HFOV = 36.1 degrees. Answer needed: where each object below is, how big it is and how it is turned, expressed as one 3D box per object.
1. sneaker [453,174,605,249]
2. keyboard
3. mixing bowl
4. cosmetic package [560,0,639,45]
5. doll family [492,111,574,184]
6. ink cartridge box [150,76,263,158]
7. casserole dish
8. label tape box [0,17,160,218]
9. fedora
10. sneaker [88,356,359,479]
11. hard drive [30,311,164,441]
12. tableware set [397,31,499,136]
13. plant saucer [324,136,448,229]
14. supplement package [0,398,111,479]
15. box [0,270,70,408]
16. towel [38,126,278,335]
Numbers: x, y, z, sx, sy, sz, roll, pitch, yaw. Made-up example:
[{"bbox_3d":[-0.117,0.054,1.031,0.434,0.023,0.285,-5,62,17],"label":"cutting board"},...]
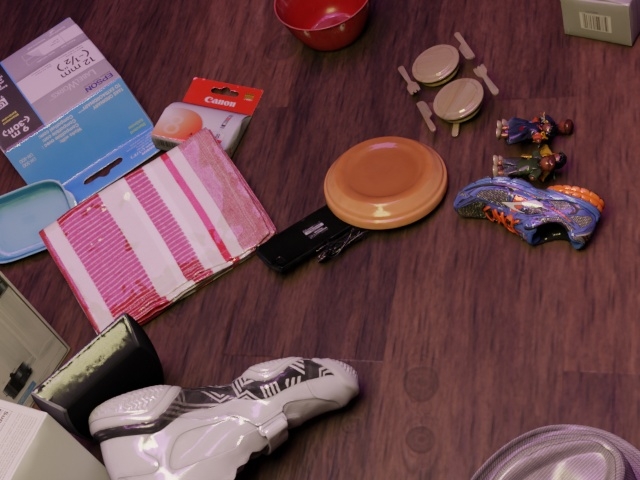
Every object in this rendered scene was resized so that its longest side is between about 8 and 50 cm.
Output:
[{"bbox_3d":[0.299,-0.039,1.444,0.221,0.083,0.087,6,67,26],"label":"sneaker"},{"bbox_3d":[0.000,0.000,1.538,0.192,0.038,0.100,-32,45,-18],"label":"keyboard"},{"bbox_3d":[0.016,-0.412,1.789,0.181,0.098,0.181,-9,52,12],"label":"mixing bowl"},{"bbox_3d":[0.512,-0.452,1.664,0.127,0.107,0.238,17,64,30],"label":"cosmetic package"},{"bbox_3d":[0.331,-0.147,1.515,0.111,0.076,0.193,-5,51,20],"label":"doll family"},{"bbox_3d":[-0.198,-0.226,1.743,0.145,0.045,0.179,13,60,15],"label":"ink cartridge box"},{"bbox_3d":[-0.501,-0.031,1.685,0.188,0.037,0.114,-21,86,3],"label":"casserole dish"},{"bbox_3d":[-0.472,-0.231,1.800,0.249,0.115,0.348,-35,51,-9],"label":"label tape box"},{"bbox_3d":[0.284,0.316,1.157,0.275,0.124,0.244,-34,53,-8],"label":"fedora"},{"bbox_3d":[-0.110,0.286,1.300,0.365,0.137,0.210,-10,69,-11],"label":"sneaker"},{"bbox_3d":[-0.294,0.199,1.351,0.172,0.255,0.054,-42,75,-15],"label":"hard drive"},{"bbox_3d":[0.218,-0.261,1.656,0.128,0.039,0.194,-30,45,9],"label":"tableware set"},{"bbox_3d":[0.101,-0.101,1.557,0.199,0.037,0.200,-7,46,8],"label":"plant saucer"},{"bbox_3d":[-0.392,0.347,1.255,0.145,0.262,0.204,10,59,23],"label":"supplement package"},{"bbox_3d":[-0.501,0.142,1.422,0.087,0.290,0.169,16,60,27],"label":"box"},{"bbox_3d":[-0.262,-0.014,1.578,0.329,0.037,0.237,-32,70,-8],"label":"towel"}]
